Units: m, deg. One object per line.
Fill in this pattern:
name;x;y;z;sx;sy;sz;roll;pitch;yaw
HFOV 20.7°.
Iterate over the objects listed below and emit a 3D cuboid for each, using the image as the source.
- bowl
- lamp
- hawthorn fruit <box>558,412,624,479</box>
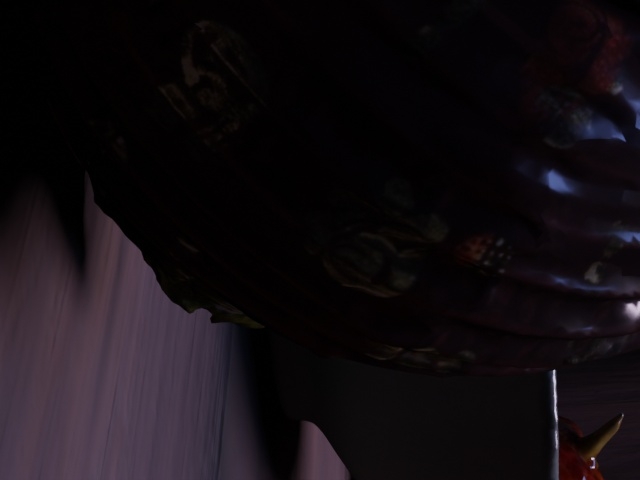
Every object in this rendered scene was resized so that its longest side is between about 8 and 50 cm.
bowl;0.049;0.024;0.924;0.289;0.146;0.289;-2;90;-84
lamp;0.028;-0.073;0.472;0.247;0.247;0.247;-4;90;-84
hawthorn fruit;0.138;0.217;1.289;0.251;0.189;0.189;-49;-159;30
